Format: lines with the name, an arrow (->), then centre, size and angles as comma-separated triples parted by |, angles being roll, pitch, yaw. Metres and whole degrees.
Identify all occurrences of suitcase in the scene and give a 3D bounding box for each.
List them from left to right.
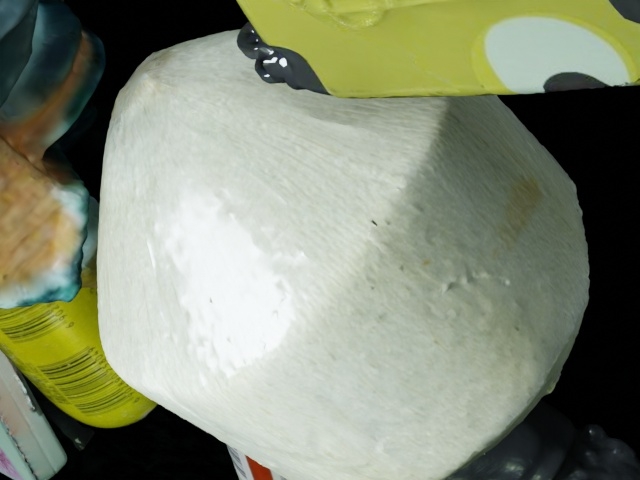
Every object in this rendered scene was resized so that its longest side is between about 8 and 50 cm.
suitcase -> 0.047, -0.159, 0.444 | 0.235, 0.143, 0.194 | 3, 143, 37

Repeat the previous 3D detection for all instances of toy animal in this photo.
toy animal -> -0.275, 0.148, 1.259 | 0.137, 0.082, 0.269 | 38, 153, -14
toy animal -> 0.135, 0.158, 0.925 | 0.343, 0.106, 0.168 | 26, 152, -18

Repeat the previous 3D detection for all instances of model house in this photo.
model house -> -0.182, -0.076, 0.675 | 0.253, 0.184, 0.291 | 44, 176, 44

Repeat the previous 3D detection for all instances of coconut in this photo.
coconut -> 0.000, 0.000, 0.644 | 0.266, 0.237, 0.237 | 36, 150, -27

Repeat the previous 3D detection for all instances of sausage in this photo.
sausage -> -0.221, 0.040, 0.995 | 0.123, 0.123, 0.347 | 7, 145, 30

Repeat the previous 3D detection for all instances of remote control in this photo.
remote control -> -0.348, 0.083, 1.134 | 0.145, 0.050, 0.344 | 14, 134, 43

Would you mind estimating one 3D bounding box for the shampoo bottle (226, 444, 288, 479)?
shampoo bottle -> -0.028, 0.184, 1.091 | 0.104, 0.104, 0.278 | 17, 149, 17
